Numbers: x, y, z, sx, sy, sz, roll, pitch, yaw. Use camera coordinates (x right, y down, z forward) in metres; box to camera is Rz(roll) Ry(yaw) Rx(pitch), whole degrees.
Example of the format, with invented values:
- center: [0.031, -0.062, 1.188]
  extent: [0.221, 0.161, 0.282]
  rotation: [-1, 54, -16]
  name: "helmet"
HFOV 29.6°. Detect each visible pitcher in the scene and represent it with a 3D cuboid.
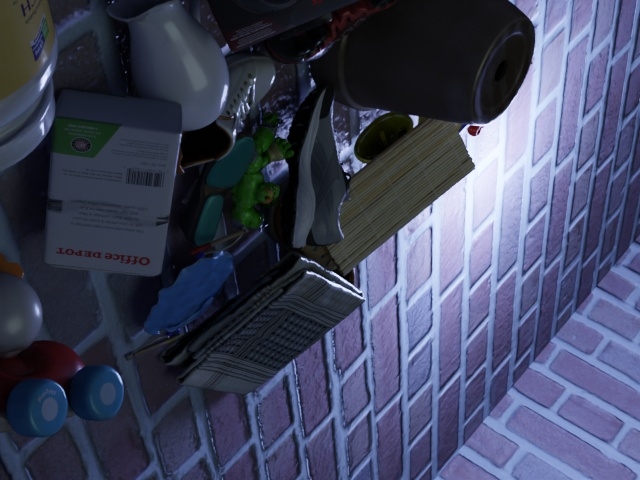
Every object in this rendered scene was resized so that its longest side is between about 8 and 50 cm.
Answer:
- center: [-0.187, -0.267, 1.612]
  extent: [0.178, 0.125, 0.207]
  rotation: [-60, 146, -35]
  name: "pitcher"

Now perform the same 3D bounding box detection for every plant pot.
- center: [0.187, -0.330, 1.990]
  extent: [0.323, 0.280, 0.323]
  rotation: [-40, 146, -35]
  name: "plant pot"

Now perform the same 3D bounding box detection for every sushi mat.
- center: [0.125, -0.085, 2.097]
  extent: [0.316, 0.019, 0.151]
  rotation: [-39, 126, -9]
  name: "sushi mat"

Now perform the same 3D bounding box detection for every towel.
- center: [-0.090, 0.160, 2.119]
  extent: [0.312, 0.056, 0.324]
  rotation: [-38, 154, 10]
  name: "towel"

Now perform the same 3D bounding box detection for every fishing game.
- center: [-0.214, 0.079, 1.937]
  extent: [0.189, 0.041, 0.264]
  rotation: [-24, 153, -49]
  name: "fishing game"

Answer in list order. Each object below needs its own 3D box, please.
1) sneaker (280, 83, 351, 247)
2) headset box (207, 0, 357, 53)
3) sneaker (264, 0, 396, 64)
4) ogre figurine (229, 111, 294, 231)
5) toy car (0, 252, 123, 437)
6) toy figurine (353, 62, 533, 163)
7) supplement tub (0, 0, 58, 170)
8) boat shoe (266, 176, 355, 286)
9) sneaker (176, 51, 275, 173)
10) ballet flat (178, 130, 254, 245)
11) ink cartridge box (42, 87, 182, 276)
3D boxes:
- center: [0.000, -0.121, 1.989]
  extent: [0.108, 0.100, 0.271]
  rotation: [5, 91, -17]
  name: "sneaker"
- center: [-0.061, -0.391, 1.518]
  extent: [0.218, 0.110, 0.293]
  rotation: [-22, 128, -2]
  name: "headset box"
- center: [0.021, -0.355, 1.841]
  extent: [0.276, 0.098, 0.135]
  rotation: [-37, -174, -16]
  name: "sneaker"
- center: [-0.106, -0.094, 1.933]
  extent: [0.197, 0.097, 0.118]
  rotation: [-58, 175, 30]
  name: "ogre figurine"
- center: [-0.402, 0.125, 1.583]
  extent: [0.210, 0.219, 0.238]
  rotation: [-7, 94, -57]
  name: "toy car"
- center: [0.237, -0.211, 2.300]
  extent: [0.362, 0.191, 0.217]
  rotation: [-51, 156, -16]
  name: "toy figurine"
- center: [-0.386, -0.240, 1.154]
  extent: [0.241, 0.241, 0.331]
  rotation: [-42, 148, -31]
  name: "supplement tub"
- center: [0.000, 0.000, 2.162]
  extent: [0.122, 0.120, 0.324]
  rotation: [-52, 152, -17]
  name: "boat shoe"
- center: [-0.142, -0.175, 1.757]
  extent: [0.290, 0.123, 0.106]
  rotation: [-40, 145, -36]
  name: "sneaker"
- center: [-0.167, -0.089, 1.849]
  extent: [0.074, 0.074, 0.203]
  rotation: [-12, 132, -55]
  name: "ballet flat"
- center: [-0.273, -0.073, 1.581]
  extent: [0.092, 0.160, 0.219]
  rotation: [-99, -161, -57]
  name: "ink cartridge box"
